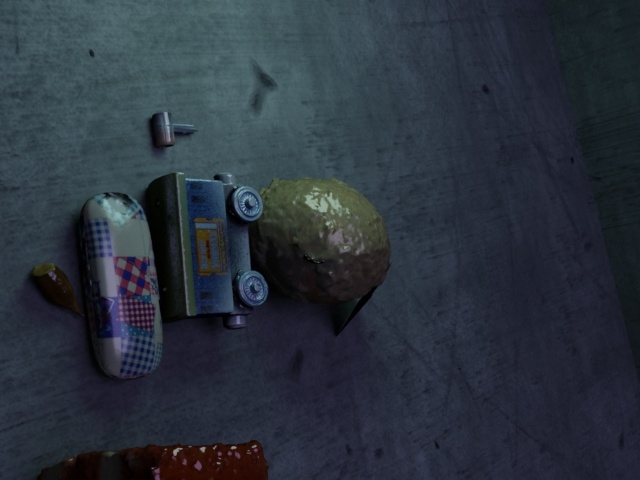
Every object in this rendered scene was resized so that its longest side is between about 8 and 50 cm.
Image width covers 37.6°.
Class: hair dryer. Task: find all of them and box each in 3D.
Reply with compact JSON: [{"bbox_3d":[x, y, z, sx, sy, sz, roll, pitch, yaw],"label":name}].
[{"bbox_3d":[-0.276,-0.212,1.821,0.114,0.037,0.063,-4,84,-55],"label":"hair dryer"}]

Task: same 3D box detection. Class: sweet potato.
[{"bbox_3d":[-0.429,0.085,1.564,0.117,0.049,0.049,56,46,-26],"label":"sweet potato"}]

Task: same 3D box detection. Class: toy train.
[{"bbox_3d":[-0.209,0.017,1.746,0.202,0.131,0.300,2,77,-39],"label":"toy train"}]

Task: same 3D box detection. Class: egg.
[{"bbox_3d":[0.000,0.000,1.894,0.310,0.279,0.279,36,54,-19],"label":"egg"}]

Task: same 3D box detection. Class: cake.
[{"bbox_3d":[-0.257,0.455,1.448,0.270,0.319,0.269,14,67,-50],"label":"cake"}]

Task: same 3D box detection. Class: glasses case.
[{"bbox_3d":[-0.346,0.077,1.632,0.125,0.076,0.327,-1,80,-45],"label":"glasses case"}]

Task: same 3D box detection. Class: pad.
[{"bbox_3d":[0.095,0.127,2.020,0.004,0.193,0.116,35,51,0],"label":"pad"}]
